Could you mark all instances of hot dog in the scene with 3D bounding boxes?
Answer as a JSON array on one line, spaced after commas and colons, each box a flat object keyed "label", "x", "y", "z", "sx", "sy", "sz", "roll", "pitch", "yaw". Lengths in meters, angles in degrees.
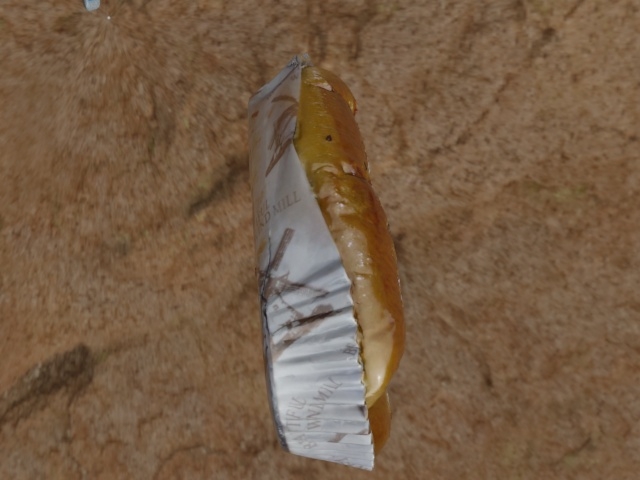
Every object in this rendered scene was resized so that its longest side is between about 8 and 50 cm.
[{"label": "hot dog", "x": 0.000, "y": 0.000, "z": 0.557, "sx": 0.075, "sy": 0.267, "sz": 0.144, "roll": -4, "pitch": 136, "yaw": -1}]

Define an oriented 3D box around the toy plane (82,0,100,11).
[{"label": "toy plane", "x": -0.198, "y": -0.179, "z": 0.533, "sx": 0.273, "sy": 0.107, "sz": 0.182, "roll": -65, "pitch": 151, "yaw": -22}]
